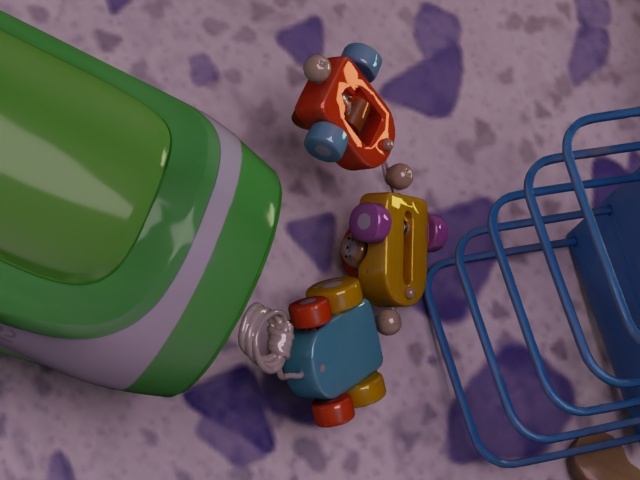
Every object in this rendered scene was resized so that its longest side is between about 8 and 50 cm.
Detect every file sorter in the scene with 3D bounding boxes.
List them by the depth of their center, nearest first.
[{"bbox_3d":[0.133,0.023,0.858,0.105,0.170,0.118,-9,70,-24],"label":"file sorter"}]

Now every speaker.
[{"bbox_3d":[-0.169,-0.043,0.769,0.297,0.131,0.131,26,64,-16],"label":"speaker"}]

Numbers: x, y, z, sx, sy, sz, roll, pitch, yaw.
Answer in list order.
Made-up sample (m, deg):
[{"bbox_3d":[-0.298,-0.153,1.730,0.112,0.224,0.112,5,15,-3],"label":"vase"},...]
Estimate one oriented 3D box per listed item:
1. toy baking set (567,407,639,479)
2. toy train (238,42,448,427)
[{"bbox_3d":[0.208,0.179,0.933,0.197,0.030,0.256,11,63,-16],"label":"toy baking set"},{"bbox_3d":[0.000,0.000,0.863,0.125,0.046,0.166,44,55,-40],"label":"toy train"}]
